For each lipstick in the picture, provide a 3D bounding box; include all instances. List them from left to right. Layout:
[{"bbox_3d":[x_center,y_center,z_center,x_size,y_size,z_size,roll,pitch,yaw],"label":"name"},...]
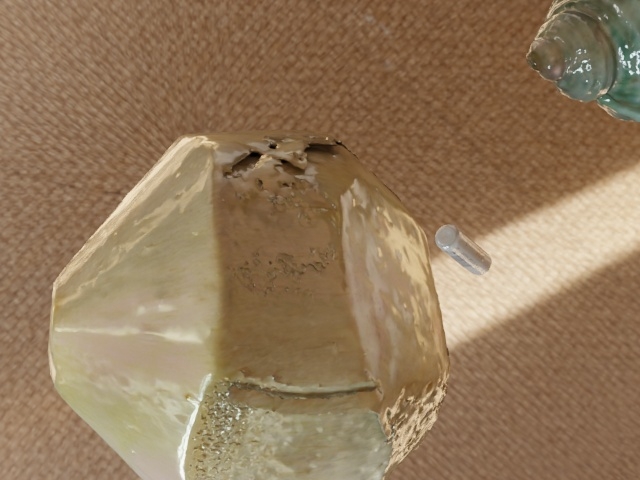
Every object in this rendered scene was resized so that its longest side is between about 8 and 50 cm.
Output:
[{"bbox_3d":[0.208,0.014,1.427,0.040,0.141,0.040,-10,69,27],"label":"lipstick"}]

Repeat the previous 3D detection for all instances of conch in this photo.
[{"bbox_3d":[0.336,-0.227,1.097,0.277,0.195,0.220,-23,66,-30],"label":"conch"}]

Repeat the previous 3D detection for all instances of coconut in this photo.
[{"bbox_3d":[-0.063,0.068,0.843,0.352,0.352,0.352,0,94,-7],"label":"coconut"}]
